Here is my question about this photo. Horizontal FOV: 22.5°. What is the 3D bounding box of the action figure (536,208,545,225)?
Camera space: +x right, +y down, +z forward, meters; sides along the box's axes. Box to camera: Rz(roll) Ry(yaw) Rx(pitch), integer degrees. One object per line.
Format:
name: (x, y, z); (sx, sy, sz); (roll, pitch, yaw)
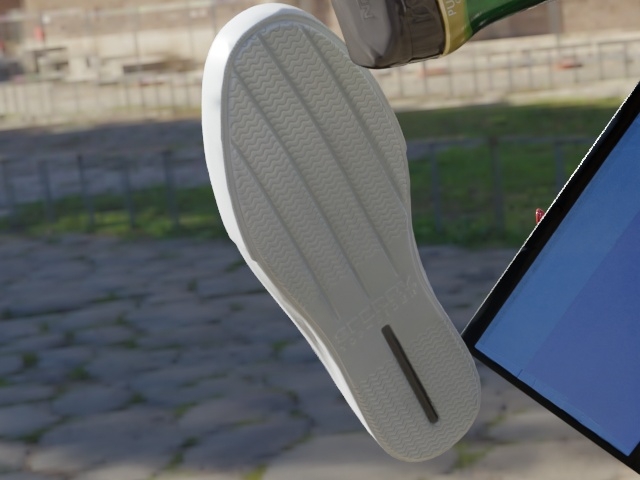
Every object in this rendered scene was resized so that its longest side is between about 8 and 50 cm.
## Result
action figure: (0.309, -0.042, 1.305); (0.280, 0.139, 0.091); (-5, 28, 15)

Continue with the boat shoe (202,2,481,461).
boat shoe: (0.000, 0.000, 0.912); (0.109, 0.302, 0.094); (-32, 32, -16)

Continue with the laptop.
laptop: (0.238, 0.063, 0.960); (0.137, 0.234, 0.264); (23, 20, -27)

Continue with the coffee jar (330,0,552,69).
coffee jar: (0.087, -0.150, 0.767); (0.184, 0.096, 0.079); (-22, 13, -13)
